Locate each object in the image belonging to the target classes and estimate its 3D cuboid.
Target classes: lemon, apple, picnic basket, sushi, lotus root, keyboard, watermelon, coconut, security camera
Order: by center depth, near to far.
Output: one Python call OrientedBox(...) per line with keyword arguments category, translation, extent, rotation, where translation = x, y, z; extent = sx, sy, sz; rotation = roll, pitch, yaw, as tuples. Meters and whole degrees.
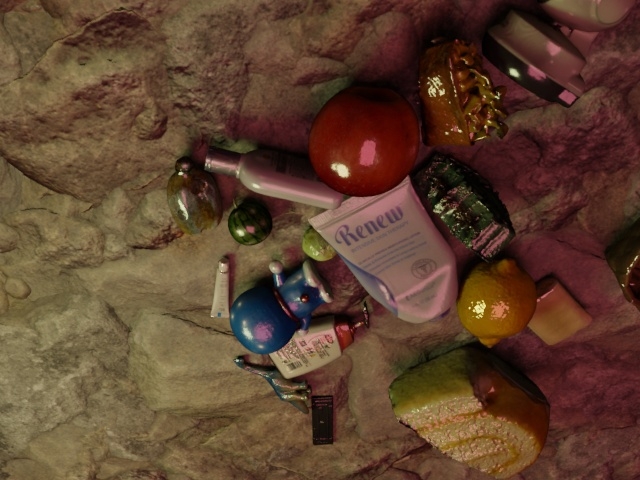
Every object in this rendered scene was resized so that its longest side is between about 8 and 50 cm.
OrientedBox(category="security camera", translation=(0.442, -0.408, 1.362), extent=(0.191, 0.197, 0.277), rotation=(31, 114, -12))
OrientedBox(category="sushi", translation=(0.271, -0.273, 1.452), extent=(0.179, 0.166, 0.296), rotation=(1, 136, 13))
OrientedBox(category="apple", translation=(0.086, -0.196, 1.487), extent=(0.218, 0.218, 0.201), rotation=(3, 119, -4))
OrientedBox(category="lotus root", translation=(-0.275, -0.096, 1.632), extent=(0.113, 0.088, 0.192), rotation=(-18, 127, -9))
OrientedBox(category="watermelon", translation=(-0.159, -0.040, 1.670), extent=(0.109, 0.109, 0.109), rotation=(-1, 127, -1))
OrientedBox(category="picnic basket", translation=(0.843, 0.099, 1.674), extent=(0.337, 0.337, 0.293), rotation=(21, 123, -17))
OrientedBox(category="coconut", translation=(0.000, 0.000, 1.716), extent=(0.088, 0.096, 0.087), rotation=(-32, 145, -25))
OrientedBox(category="lemon", translation=(0.412, 0.143, 1.776), extent=(0.187, 0.187, 0.244), rotation=(2, 123, -3))
OrientedBox(category="keyboard", translation=(0.006, 0.515, 2.148), extent=(0.061, 0.013, 0.204), rotation=(-2, 127, -1))

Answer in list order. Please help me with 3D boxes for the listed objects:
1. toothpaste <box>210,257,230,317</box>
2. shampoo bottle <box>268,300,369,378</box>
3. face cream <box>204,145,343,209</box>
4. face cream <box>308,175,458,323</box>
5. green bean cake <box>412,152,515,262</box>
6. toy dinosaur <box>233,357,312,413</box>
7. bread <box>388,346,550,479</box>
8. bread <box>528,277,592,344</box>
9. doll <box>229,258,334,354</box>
OrientedBox(category="toothpaste", translation=(-0.239, 0.120, 1.833), extent=(0.048, 0.031, 0.190), rotation=(4, 130, -8))
OrientedBox(category="shampoo bottle", translation=(0.003, 0.242, 1.907), extent=(0.284, 0.071, 0.153), rotation=(-24, 111, 11))
OrientedBox(category="face cream", translation=(-0.094, -0.138, 1.568), extent=(0.291, 0.144, 0.071), rotation=(12, 120, -9))
OrientedBox(category="face cream", translation=(0.179, 0.036, 1.708), extent=(0.235, 0.137, 0.420), rotation=(-28, 125, 15))
OrientedBox(category="green bean cake", translation=(0.307, -0.072, 1.596), extent=(0.193, 0.208, 0.107), rotation=(33, 117, -26))
OrientedBox(category="toy dinosaur", translation=(-0.119, 0.398, 2.039), extent=(0.188, 0.075, 0.247), rotation=(-3, 133, 11))
OrientedBox(category="bread", translation=(0.402, 0.415, 1.955), extent=(0.395, 0.239, 0.264), rotation=(32, 116, -22))
OrientedBox(category="bread", translation=(0.575, 0.177, 1.881), extent=(0.139, 0.060, 0.178), rotation=(-34, 121, 23))
OrientedBox(category="doll", translation=(-0.098, 0.154, 1.802), extent=(0.257, 0.161, 0.215), rotation=(-33, 109, 2))
